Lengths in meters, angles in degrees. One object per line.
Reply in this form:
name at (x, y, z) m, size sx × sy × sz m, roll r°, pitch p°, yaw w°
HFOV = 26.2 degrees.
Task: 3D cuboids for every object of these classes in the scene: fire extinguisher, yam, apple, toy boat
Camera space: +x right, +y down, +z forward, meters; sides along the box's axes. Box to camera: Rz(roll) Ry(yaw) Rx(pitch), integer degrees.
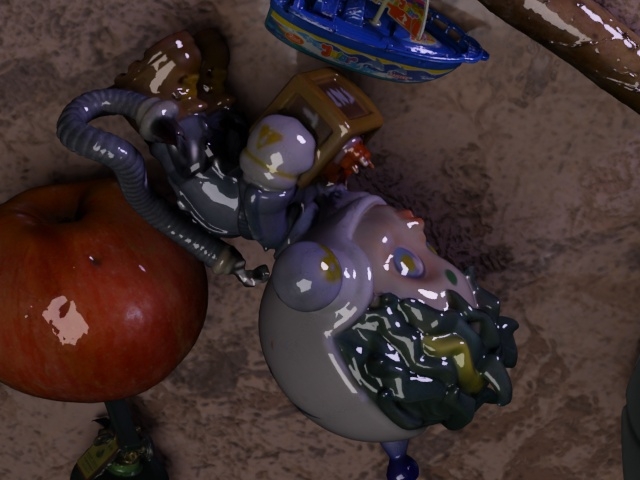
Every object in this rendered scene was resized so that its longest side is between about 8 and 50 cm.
fire extinguisher at (-0.206, 0.287, 1.323) m, size 0.095 × 0.114 × 0.311 m, roll -7°, pitch 126°, yaw -32°
yam at (0.192, -0.161, 1.048) m, size 0.241 × 0.057 × 0.057 m, roll 35°, pitch 117°, yaw -10°
apple at (-0.200, 0.036, 1.132) m, size 0.209 × 0.209 × 0.164 m, roll -5°, pitch 123°, yaw 11°
toy boat at (0.053, -0.178, 1.039) m, size 0.175 × 0.091 × 0.110 m, roll 21°, pitch 131°, yaw -8°

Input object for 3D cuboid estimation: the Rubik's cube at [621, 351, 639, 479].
Rubik's cube at (0.441, 0.127, 0.992) m, size 0.352 × 0.351 × 0.347 m, roll 20°, pitch 118°, yaw 1°

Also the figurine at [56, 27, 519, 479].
figurine at (0.003, -0.002, 1.059) m, size 0.186 × 0.261 × 0.382 m, roll -40°, pitch 83°, yaw 34°
